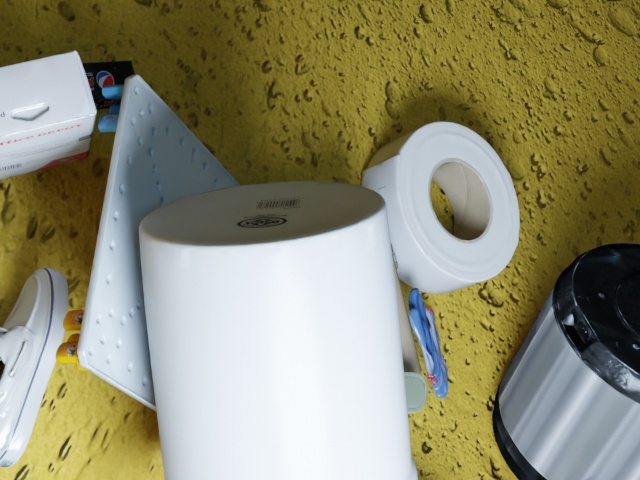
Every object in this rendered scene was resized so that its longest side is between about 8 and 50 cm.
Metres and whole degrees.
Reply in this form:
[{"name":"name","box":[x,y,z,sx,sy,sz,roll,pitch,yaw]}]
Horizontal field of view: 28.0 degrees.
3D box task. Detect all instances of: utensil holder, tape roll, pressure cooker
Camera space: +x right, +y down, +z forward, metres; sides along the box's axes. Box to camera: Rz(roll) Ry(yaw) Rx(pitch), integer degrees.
[{"name":"utensil holder","box":[-0.054,0.147,1.595,0.327,0.327,0.385,-20,112,-40]},{"name":"tape roll","box":[0.206,-0.056,2.184,0.286,0.100,0.286,12,69,-35]},{"name":"pressure cooker","box":[0.485,0.258,2.110,0.370,0.420,0.375,-11,49,-34]}]

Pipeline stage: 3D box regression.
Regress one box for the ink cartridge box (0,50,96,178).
[{"name":"ink cartridge box","box":[-0.379,-0.155,1.650,0.158,0.218,0.092,-16,85,-15]}]

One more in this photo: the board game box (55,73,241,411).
[{"name":"board game box","box":[-0.213,0.038,1.729,0.390,0.050,0.390,49,42,-59]}]

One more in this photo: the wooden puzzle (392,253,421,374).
[{"name":"wooden puzzle","box":[-0.005,0.140,1.908,0.348,0.080,0.322,-32,118,-37]}]

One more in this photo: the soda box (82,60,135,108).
[{"name":"soda box","box":[-0.345,-0.218,1.831,0.169,0.053,0.060,-10,82,-39]}]

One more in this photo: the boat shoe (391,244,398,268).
[{"name":"boat shoe","box":[0.000,0.000,2.008,0.285,0.103,0.092,9,61,-36]}]

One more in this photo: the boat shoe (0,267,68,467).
[{"name":"boat shoe","box":[-0.400,0.152,1.647,0.088,0.096,0.267,27,68,-34]}]

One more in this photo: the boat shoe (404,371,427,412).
[{"name":"boat shoe","box":[0.062,0.212,1.879,0.227,0.068,0.081,21,75,-44]}]

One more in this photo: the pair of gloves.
[{"name":"pair of gloves","box":[0.173,0.167,2.073,0.198,0.023,0.159,47,31,-65]}]
